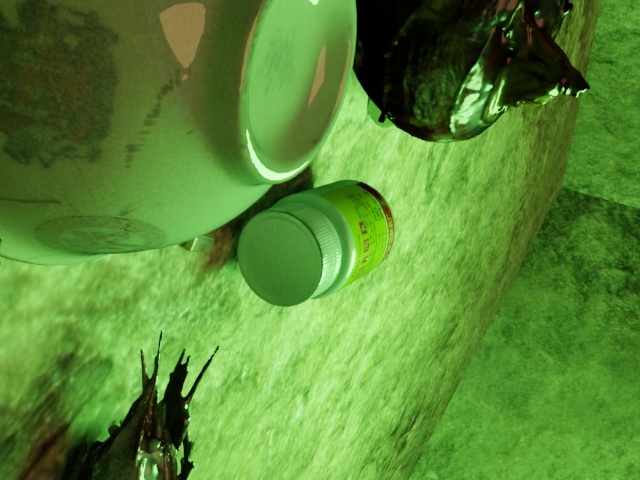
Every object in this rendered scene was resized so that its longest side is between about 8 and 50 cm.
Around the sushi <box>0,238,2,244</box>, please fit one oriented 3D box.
[{"bbox_3d":[-0.263,0.003,0.504,0.098,0.084,0.094,-62,158,-15],"label":"sushi"}]

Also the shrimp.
[{"bbox_3d":[-0.189,0.247,0.818,0.145,0.116,0.343,-10,123,-65],"label":"shrimp"}]

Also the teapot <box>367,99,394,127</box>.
[{"bbox_3d":[0.112,-0.219,1.230,0.067,0.057,0.083,-40,-171,45],"label":"teapot"}]

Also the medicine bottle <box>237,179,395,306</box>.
[{"bbox_3d":[0.000,0.000,1.024,0.225,0.139,0.139,-23,128,-60],"label":"medicine bottle"}]

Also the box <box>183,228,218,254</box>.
[{"bbox_3d":[-0.127,-0.026,0.879,0.046,0.012,0.083,18,90,-69],"label":"box"}]

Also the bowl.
[{"bbox_3d":[-0.095,-0.155,0.617,0.435,0.195,0.435,-49,149,-43],"label":"bowl"}]

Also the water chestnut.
[{"bbox_3d":[0.213,-0.279,1.050,0.335,0.346,0.335,-46,153,-31],"label":"water chestnut"}]
